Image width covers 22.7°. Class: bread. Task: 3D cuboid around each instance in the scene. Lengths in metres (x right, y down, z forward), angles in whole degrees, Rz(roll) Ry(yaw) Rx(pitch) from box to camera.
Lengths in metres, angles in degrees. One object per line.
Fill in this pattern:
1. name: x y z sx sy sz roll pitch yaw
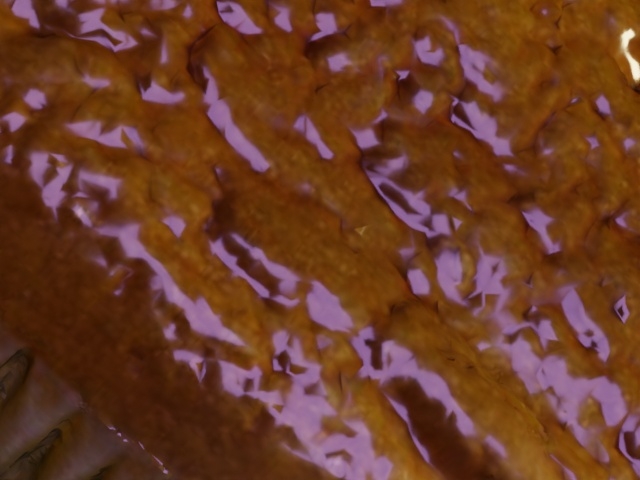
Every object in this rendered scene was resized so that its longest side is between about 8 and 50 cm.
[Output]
1. bread: 0.000 0.000 0.464 0.253 0.142 0.227 44 61 5
